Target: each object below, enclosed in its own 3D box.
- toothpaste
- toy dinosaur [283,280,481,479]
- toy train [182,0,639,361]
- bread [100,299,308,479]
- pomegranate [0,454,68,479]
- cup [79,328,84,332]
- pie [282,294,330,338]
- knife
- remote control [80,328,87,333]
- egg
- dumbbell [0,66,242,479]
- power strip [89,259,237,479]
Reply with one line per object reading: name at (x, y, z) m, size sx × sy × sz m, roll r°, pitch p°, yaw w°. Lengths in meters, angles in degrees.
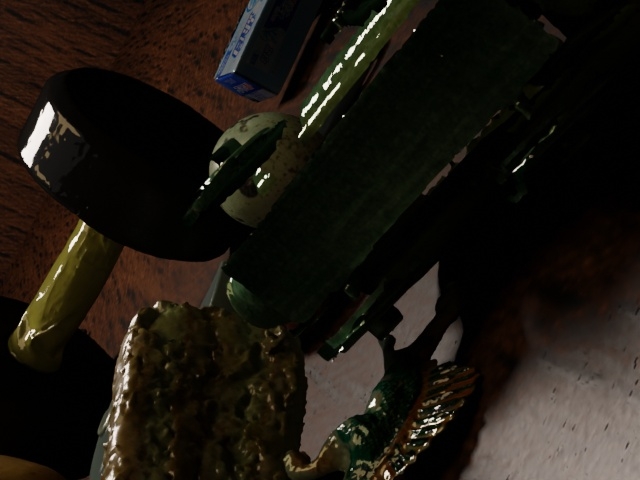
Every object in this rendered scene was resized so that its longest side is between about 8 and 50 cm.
toothpaste at (-0.015, -0.259, 1.586) m, size 0.272 × 0.053 × 0.066 m, roll -65°, pitch 16°, yaw -10°
toy dinosaur at (0.034, 0.092, 0.816) m, size 0.106 × 0.044 × 0.187 m, roll -37°, pitch 13°, yaw 25°
toy train at (0.053, -0.070, 0.822) m, size 0.189 × 0.126 × 0.307 m, roll -51°, pitch 1°, yaw -43°
bread at (-0.063, 0.139, 0.884) m, size 0.196 × 0.102 × 0.138 m, roll -86°, pitch 1°, yaw -48°
pomegranate at (-0.215, 0.248, 1.096) m, size 0.233 × 0.233 × 0.233 m, roll -57°, pitch 14°, yaw 24°
cup at (-0.259, 0.159, 1.729) m, size 0.099 × 0.136 × 0.133 m, roll -29°, pitch 15°, yaw -3°
pie at (0.000, 0.000, 1.124) m, size 0.154 × 0.036 × 0.154 m, roll -58°, pitch 14°, yaw 24°
knife at (-0.034, -0.024, 1.347) m, size 0.313 × 0.019 × 0.044 m, roll -61°, pitch 6°, yaw 14°
remote control at (-0.341, 0.204, 2.062) m, size 0.245 × 0.025 × 0.063 m, roll -56°, pitch 11°, yaw 27°
egg at (-0.034, -0.051, 1.251) m, size 0.110 × 0.085 × 0.085 m, roll -12°, pitch 51°, yaw 54°
dumbbell at (-0.211, 0.033, 1.505) m, size 0.322 × 0.203 × 0.204 m, roll -59°, pitch 14°, yaw 20°
power strip at (-0.115, 0.132, 1.274) m, size 0.253 × 0.054 × 0.167 m, roll -48°, pitch 19°, yaw 45°
